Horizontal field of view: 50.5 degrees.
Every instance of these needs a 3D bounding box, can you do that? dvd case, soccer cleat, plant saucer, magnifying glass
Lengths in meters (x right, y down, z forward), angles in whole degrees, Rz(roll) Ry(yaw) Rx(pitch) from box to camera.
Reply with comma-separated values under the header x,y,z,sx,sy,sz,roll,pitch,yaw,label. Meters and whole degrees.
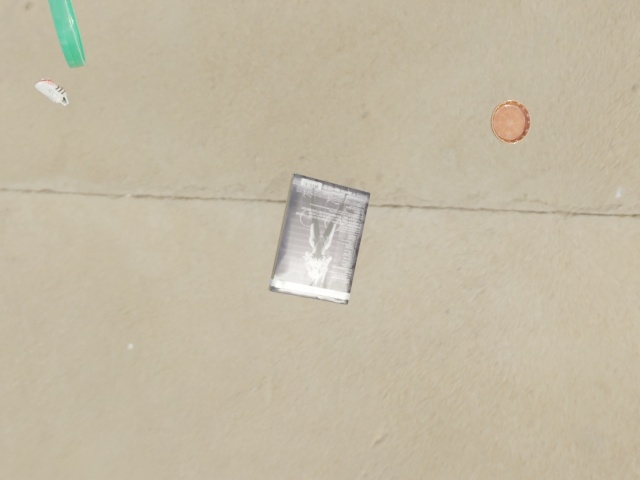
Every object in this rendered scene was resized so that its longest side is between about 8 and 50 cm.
x,y,z,sx,sy,sz,roll,pitch,yaw,label
0.000,0.000,1.273,0.164,0.018,0.221,12,88,-25,dvd case
-0.489,-0.270,1.237,0.029,0.083,0.036,-28,83,7,soccer cleat
0.365,-0.228,1.306,0.083,0.013,0.084,-1,95,-13,plant saucer
-0.296,-0.301,0.743,0.026,0.092,0.231,-14,131,-10,magnifying glass
